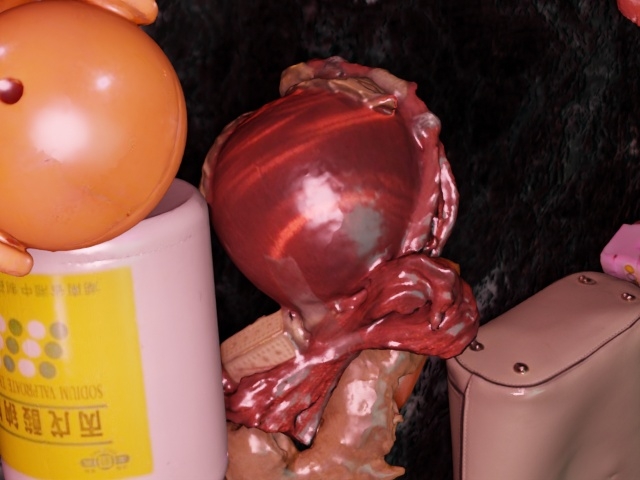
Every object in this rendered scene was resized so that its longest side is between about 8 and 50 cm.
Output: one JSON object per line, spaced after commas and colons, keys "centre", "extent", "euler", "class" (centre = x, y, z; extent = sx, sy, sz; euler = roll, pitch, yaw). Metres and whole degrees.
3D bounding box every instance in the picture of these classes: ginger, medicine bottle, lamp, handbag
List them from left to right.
{"centre": [-0.129, 0.096, 0.808], "extent": [0.143, 0.143, 0.258], "euler": [-17, 113, -34], "class": "medicine bottle"}
{"centre": [-0.007, -0.006, 0.861], "extent": [0.215, 0.223, 0.151], "euler": [-31, 141, 25], "class": "lamp"}
{"centre": [0.011, 0.102, 0.956], "extent": [0.149, 0.065, 0.258], "euler": [15, 92, -16], "class": "ginger"}
{"centre": [0.210, 0.199, 1.132], "extent": [0.241, 0.109, 0.315], "euler": [-26, 121, -30], "class": "handbag"}

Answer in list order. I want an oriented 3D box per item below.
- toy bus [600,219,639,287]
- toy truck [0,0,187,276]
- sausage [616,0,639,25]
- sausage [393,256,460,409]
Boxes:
{"centre": [0.368, -0.051, 1.183], "extent": [0.274, 0.112, 0.090], "euler": [-52, 136, -17], "class": "toy bus"}
{"centre": [-0.201, -0.091, 0.636], "extent": [0.265, 0.239, 0.189], "euler": [28, 84, -39], "class": "toy truck"}
{"centre": [0.275, -0.225, 1.092], "extent": [0.059, 0.054, 0.094], "euler": [-40, 132, -68], "class": "sausage"}
{"centre": [0.068, 0.072, 1.021], "extent": [0.039, 0.041, 0.131], "euler": [26, 86, -32], "class": "sausage"}
